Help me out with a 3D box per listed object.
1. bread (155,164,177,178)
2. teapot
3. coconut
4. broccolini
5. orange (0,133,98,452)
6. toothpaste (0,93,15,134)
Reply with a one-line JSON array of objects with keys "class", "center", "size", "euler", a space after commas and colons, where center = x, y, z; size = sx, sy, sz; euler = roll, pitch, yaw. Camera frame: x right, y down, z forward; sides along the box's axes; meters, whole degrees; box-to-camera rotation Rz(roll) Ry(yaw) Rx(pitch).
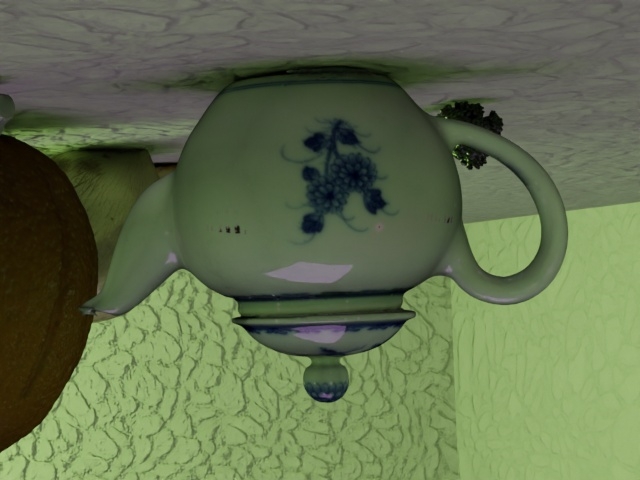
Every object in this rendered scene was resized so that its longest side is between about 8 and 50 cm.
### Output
[{"class": "bread", "center": [-0.199, -0.066, 2.194], "size": [0.188, 0.068, 0.125], "euler": [-1, 178, -4]}, {"class": "teapot", "center": [0.000, 0.000, 1.413], "size": [0.424, 0.280, 0.252], "euler": [-3, 179, 2]}, {"class": "coconut", "center": [-0.271, -0.018, 1.948], "size": [0.224, 0.224, 0.224], "euler": [-2, 178, 0]}, {"class": "broccolini", "center": [0.095, -0.111, 1.678], "size": [0.058, 0.067, 0.216], "euler": [4, -177, -38]}, {"class": "orange", "center": [-0.385, 0.062, 1.646], "size": [0.322, 0.357, 0.322], "euler": [11, 180, 0]}, {"class": "toothpaste", "center": [-0.339, -0.094, 1.424], "size": [0.047, 0.078, 0.248], "euler": [2, 172, -42]}]
